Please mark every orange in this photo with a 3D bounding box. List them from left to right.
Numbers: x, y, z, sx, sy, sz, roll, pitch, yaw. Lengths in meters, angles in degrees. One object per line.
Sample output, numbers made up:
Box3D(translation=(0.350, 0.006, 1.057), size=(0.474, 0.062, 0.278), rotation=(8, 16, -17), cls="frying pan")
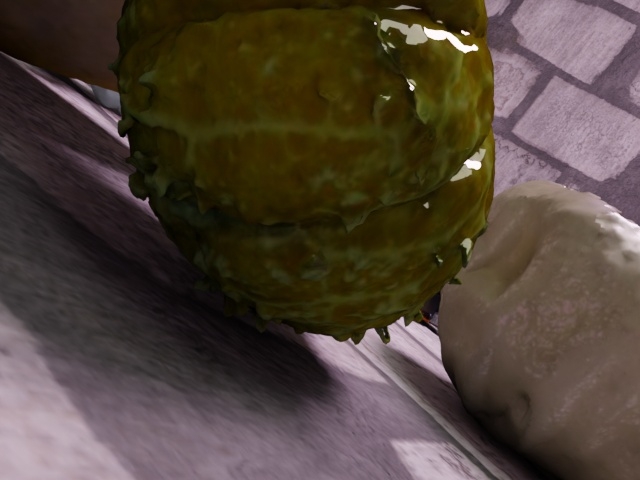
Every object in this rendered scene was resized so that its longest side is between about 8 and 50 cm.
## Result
Box3D(translation=(-0.005, -0.089, 0.473), size=(0.223, 0.300, 0.301), rotation=(0, -12, 10), cls="orange")

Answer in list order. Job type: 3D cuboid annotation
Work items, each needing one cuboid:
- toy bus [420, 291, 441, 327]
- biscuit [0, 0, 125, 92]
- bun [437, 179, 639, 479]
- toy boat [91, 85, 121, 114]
Box3D(translation=(0.134, 0.034, 1.134), size=(0.153, 0.143, 0.329), rotation=(29, 1, 30), cls="toy bus")
Box3D(translation=(-0.151, -0.262, 0.588), size=(0.446, 0.104, 0.429), rotation=(9, -28, -2), cls="biscuit")
Box3D(translation=(0.246, 0.122, 0.708), size=(0.359, 0.211, 0.360), rotation=(48, 3, -3), cls="bun")
Box3D(translation=(-0.190, -0.237, 0.877), size=(0.100, 0.199, 0.290), rotation=(59, 14, 17), cls="toy boat")
